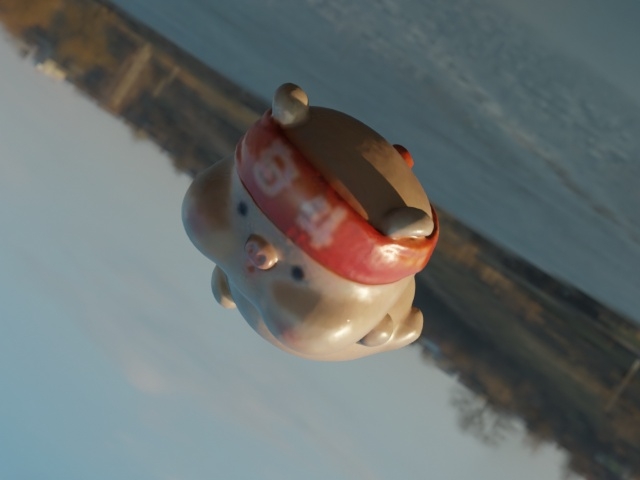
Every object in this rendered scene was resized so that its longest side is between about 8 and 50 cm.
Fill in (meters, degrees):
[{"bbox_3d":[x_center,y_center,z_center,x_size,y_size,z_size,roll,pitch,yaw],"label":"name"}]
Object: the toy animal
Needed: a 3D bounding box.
[{"bbox_3d":[0.000,0.000,0.987,0.171,0.171,0.198,34,157,15],"label":"toy animal"}]
